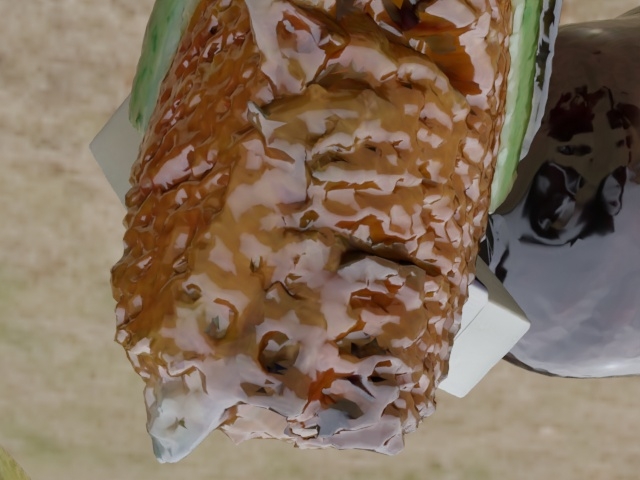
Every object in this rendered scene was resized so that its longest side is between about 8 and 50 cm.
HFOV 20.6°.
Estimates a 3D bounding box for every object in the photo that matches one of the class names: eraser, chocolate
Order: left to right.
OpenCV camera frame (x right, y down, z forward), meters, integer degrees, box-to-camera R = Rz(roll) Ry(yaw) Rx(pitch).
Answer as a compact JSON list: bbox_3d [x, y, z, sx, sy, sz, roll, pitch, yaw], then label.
[{"bbox_3d":[0.000,0.000,1.052,0.081,0.124,0.279,-50,137,12],"label":"eraser"},{"bbox_3d":[0.255,-0.024,1.528,0.331,0.383,0.384,-12,173,-26],"label":"chocolate"}]

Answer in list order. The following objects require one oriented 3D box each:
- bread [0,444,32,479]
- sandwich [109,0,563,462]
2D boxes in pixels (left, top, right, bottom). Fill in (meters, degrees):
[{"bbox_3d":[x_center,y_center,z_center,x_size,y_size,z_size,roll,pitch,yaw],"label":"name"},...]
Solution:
[{"bbox_3d":[-0.265,0.195,0.928,0.266,0.141,0.178,-18,177,10],"label":"bread"},{"bbox_3d":[-0.006,-0.044,0.718,0.162,0.301,0.250,15,149,17],"label":"sandwich"}]
